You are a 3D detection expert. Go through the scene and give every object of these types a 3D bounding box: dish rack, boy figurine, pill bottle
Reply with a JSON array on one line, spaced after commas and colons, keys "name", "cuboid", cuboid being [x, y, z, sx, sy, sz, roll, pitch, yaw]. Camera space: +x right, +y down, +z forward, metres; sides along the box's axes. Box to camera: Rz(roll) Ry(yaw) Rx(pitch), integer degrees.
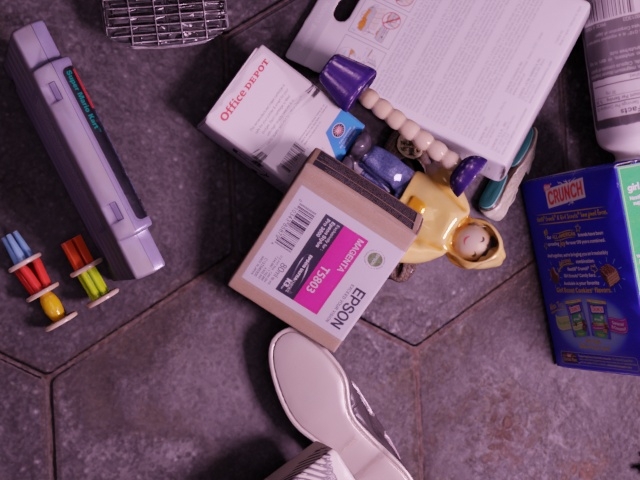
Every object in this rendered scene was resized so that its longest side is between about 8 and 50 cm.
[{"name": "dish rack", "cuboid": [-0.241, -0.418, 1.593, 0.208, 0.074, 0.271, -8, 92, -15]}, {"name": "boy figurine", "cuboid": [0.149, -0.037, 1.627, 0.285, 0.092, 0.177, 37, 81, 6]}, {"name": "pill bottle", "cuboid": [0.539, -0.256, 1.748, 0.204, 0.204, 0.361, -8, 91, -16]}]

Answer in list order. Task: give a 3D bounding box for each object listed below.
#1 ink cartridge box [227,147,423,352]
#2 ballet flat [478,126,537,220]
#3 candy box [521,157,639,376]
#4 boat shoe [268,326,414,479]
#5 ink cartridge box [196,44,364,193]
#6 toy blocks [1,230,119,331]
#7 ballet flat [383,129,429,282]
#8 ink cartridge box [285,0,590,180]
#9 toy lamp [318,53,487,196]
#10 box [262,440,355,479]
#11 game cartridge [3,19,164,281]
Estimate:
[{"name": "ink cartridge box", "cuboid": [0.007, 0.016, 1.573, 0.193, 0.088, 0.234, 32, 113, -2]}, {"name": "ballet flat", "cuboid": [0.311, -0.108, 1.763, 0.052, 0.057, 0.168, 37, 81, -41]}, {"name": "candy box", "cuboid": [0.455, 0.039, 1.680, 0.122, 0.268, 0.317, -13, 92, -20]}, {"name": "boat shoe", "cuboid": [0.025, 0.276, 1.651, 0.112, 0.095, 0.335, -36, 94, -4]}, {"name": "ink cartridge box", "cuboid": [-0.061, -0.172, 1.629, 0.203, 0.086, 0.148, 37, 80, -12]}, {"name": "toy blocks", "cuboid": [-0.376, 0.038, 1.539, 0.123, 0.054, 0.148, -30, 97, -2]}, {"name": "ballet flat", "cuboid": [0.134, -0.058, 1.697, 0.084, 0.058, 0.250, 7, 86, -17]}, {"name": "ink cartridge box", "cuboid": [0.184, -0.313, 1.700, 0.385, 0.091, 0.308, 27, 78, 9]}, {"name": "toy lamp", "cuboid": [0.117, -0.174, 1.591, 0.275, 0.080, 0.080, 40, 78, 3]}, {"name": "box", "cuboid": [-0.073, 0.410, 1.527, 0.275, 0.094, 0.113, -36, 97, -15]}, {"name": "game cartridge", "cuboid": [-0.324, -0.111, 1.475, 0.068, 0.230, 0.355, -28, 97, -22]}]
